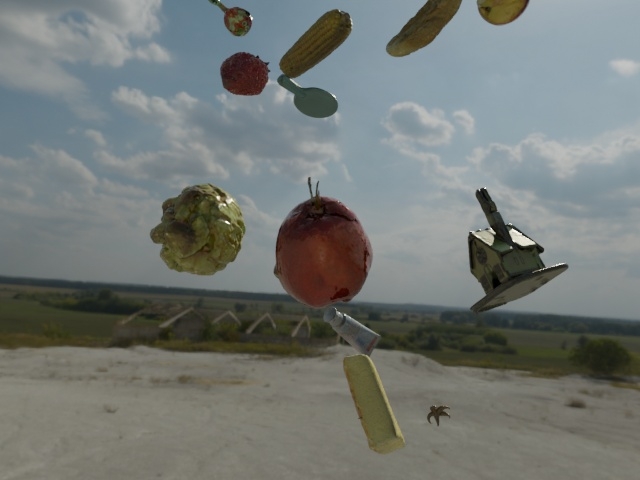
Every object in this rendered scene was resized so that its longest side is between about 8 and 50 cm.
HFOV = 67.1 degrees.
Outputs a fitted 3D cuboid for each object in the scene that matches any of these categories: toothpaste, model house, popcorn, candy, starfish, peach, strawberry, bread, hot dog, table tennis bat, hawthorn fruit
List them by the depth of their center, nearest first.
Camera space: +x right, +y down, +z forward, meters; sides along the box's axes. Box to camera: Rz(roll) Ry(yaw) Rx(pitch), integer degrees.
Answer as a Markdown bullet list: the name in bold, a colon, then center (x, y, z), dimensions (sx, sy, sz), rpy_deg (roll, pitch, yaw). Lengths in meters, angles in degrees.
- **hawthorn fruit**: center (0.000, 0.000, 1.000), dimensions (0.211, 0.299, 0.211), rpy_deg (-10, 31, 6)
- **bread**: center (0.108, 0.341, 1.007), dimensions (0.068, 0.189, 0.125), rpy_deg (-23, -36, 2)
- **hot dog**: center (0.271, -0.547, 1.217), dimensions (0.073, 0.242, 0.084), rpy_deg (42, 4, -19)
- **model house**: center (0.453, 0.016, 1.257), dimensions (0.204, 0.279, 0.218), rpy_deg (-12, -26, -19)
- **peach**: center (0.506, -0.664, 1.333), dimensions (0.151, 0.151, 0.118), rpy_deg (-1, 6, 31)
- **strawberry**: center (-0.225, -0.485, 1.405), dimensions (0.131, 0.131, 0.148), rpy_deg (1, 13, 24)
- **popcorn**: center (-0.349, -0.037, 1.408), dimensions (0.282, 0.282, 0.247), rpy_deg (-1, -30, 34)
- **candy**: center (-0.323, -0.752, 1.518), dimensions (0.288, 0.084, 0.078), rpy_deg (47, 9, 10)
- **toothpaste**: center (0.104, 0.289, 1.520), dimensions (0.234, 0.089, 0.057), rpy_deg (41, -12, -30)
- **starfish**: center (0.378, 0.554, 1.546), dimensions (0.078, 0.028, 0.091), rpy_deg (37, -64, -18)
- **table tennis bat**: center (-0.047, -0.489, 1.646), dimensions (0.244, 0.040, 0.152), rpy_deg (25, -27, -37)

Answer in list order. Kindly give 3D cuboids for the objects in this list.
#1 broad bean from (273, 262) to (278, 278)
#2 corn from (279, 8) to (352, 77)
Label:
- **broad bean**: center (-0.086, 0.082, 1.459), dimensions (0.114, 0.085, 0.165), rpy_deg (-20, 14, 3)
- **corn**: center (-0.022, -0.707, 1.750), dimensions (0.120, 0.121, 0.363), rpy_deg (10, -20, -40)
